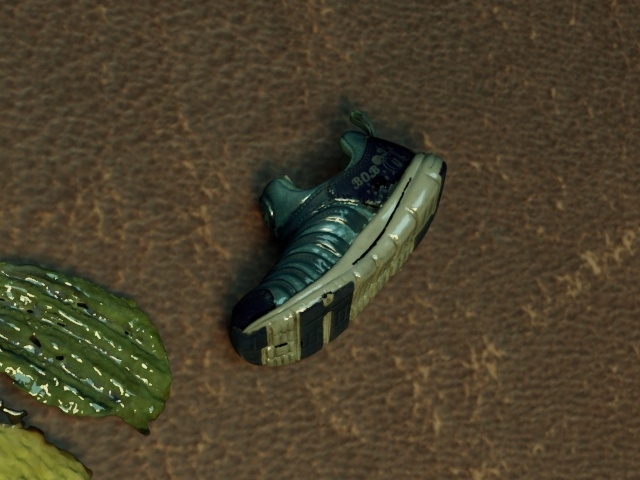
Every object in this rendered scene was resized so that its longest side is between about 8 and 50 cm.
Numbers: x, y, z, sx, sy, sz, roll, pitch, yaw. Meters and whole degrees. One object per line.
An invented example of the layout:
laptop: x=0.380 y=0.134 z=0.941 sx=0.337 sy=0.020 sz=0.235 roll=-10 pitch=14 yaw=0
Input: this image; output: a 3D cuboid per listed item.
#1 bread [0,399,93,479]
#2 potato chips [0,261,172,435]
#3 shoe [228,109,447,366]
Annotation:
bread: x=-0.204 y=0.226 z=1.013 sx=0.129 sy=0.134 sz=0.260 roll=30 pitch=26 yaw=-30
potato chips: x=-0.190 y=0.059 z=1.134 sx=0.207 sy=0.028 sz=0.092 roll=25 pitch=65 yaw=-17
shoe: x=0.000 y=0.000 z=1.210 sx=0.106 sy=0.091 sz=0.207 roll=33 pitch=67 yaw=13
